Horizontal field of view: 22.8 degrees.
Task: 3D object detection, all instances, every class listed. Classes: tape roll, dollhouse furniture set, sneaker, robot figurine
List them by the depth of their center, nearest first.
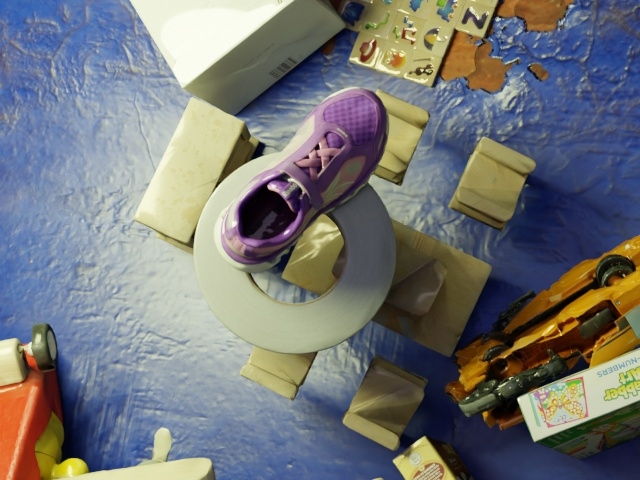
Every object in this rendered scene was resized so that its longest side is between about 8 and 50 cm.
[{"bbox_3d":[-0.017,-0.064,1.646,0.095,0.104,0.236,43,87,4],"label":"sneaker"},{"bbox_3d":[-0.027,0.014,1.730,0.219,0.072,0.219,0,86,0],"label":"tape roll"},{"bbox_3d":[0.270,0.107,1.759,0.291,0.211,0.085,-35,102,12],"label":"robot figurine"},{"bbox_3d":[0.000,0.000,1.895,0.394,0.256,0.362,25,88,2],"label":"dollhouse furniture set"}]

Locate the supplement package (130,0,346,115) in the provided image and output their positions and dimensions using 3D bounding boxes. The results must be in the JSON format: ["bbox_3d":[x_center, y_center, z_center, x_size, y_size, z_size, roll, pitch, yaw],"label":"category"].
[{"bbox_3d":[-0.116,-0.307,1.999,0.194,0.149,0.203,-36,69,12],"label":"supplement package"}]

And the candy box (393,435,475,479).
[{"bbox_3d":[0.165,0.312,1.785,0.053,0.109,0.187,-40,69,8],"label":"candy box"}]

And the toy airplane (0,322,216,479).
[{"bbox_3d":[-0.368,0.318,1.891,0.386,0.272,0.384,26,56,36],"label":"toy airplane"}]

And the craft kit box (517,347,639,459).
[{"bbox_3d":[0.354,0.157,1.676,0.246,0.250,0.061,-27,71,14],"label":"craft kit box"}]

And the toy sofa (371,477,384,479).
[{"bbox_3d":[-0.056,0.405,1.768,0.362,0.177,0.150,-27,71,13],"label":"toy sofa"}]

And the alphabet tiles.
[{"bbox_3d":[0.131,-0.317,1.992,0.198,0.009,0.237,20,86,22],"label":"alphabet tiles"}]
